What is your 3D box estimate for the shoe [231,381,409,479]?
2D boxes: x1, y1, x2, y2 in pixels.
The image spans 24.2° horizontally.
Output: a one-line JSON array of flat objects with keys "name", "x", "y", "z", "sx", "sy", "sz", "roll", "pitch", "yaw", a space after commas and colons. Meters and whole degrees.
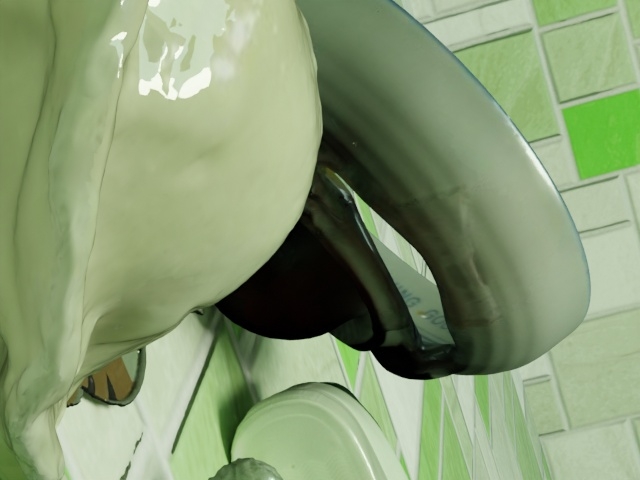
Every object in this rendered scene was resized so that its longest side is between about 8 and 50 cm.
[{"name": "shoe", "x": 0.033, "y": 0.195, "z": 0.809, "sx": 0.110, "sy": 0.095, "sz": 0.265, "roll": -51, "pitch": 123, "yaw": -77}]

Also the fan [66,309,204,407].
[{"name": "fan", "x": -0.092, "y": 0.005, "z": 0.652, "sx": 0.227, "sy": 0.008, "sz": 0.152, "roll": 36, "pitch": 39, "yaw": -72}]

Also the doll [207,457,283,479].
[{"name": "doll", "x": -0.026, "y": 0.181, "z": 0.580, "sx": 0.214, "sy": 0.072, "sz": 0.103, "roll": -88, "pitch": 159, "yaw": -46}]

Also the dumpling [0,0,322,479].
[{"name": "dumpling", "x": -0.074, "y": -0.019, "z": 0.429, "sx": 0.258, "sy": 0.147, "sz": 0.193, "roll": 111, "pitch": -12, "yaw": -52}]

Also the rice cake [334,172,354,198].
[{"name": "rice cake", "x": 0.000, "y": 0.000, "z": 1.059, "sx": 0.043, "sy": 0.034, "sz": 0.211, "roll": 61, "pitch": 16, "yaw": -21}]

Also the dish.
[{"name": "dish", "x": -0.003, "y": -0.008, "z": 0.786, "sx": 0.273, "sy": 0.134, "sz": 0.273, "roll": 41, "pitch": -17, "yaw": 16}]
